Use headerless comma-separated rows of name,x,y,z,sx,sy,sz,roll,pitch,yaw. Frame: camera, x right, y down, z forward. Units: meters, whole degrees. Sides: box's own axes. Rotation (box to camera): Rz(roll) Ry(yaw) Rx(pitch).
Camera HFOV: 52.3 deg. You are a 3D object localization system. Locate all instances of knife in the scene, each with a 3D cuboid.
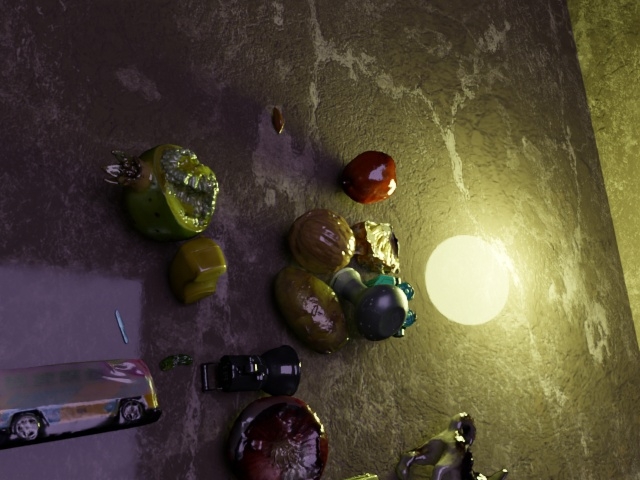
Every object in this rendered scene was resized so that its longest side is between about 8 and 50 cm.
knife,-0.510,0.221,1.673,0.014,0.005,0.091,-18,83,-37

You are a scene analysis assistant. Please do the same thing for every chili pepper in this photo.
chili pepper,-0.382,0.320,1.716,0.091,0.034,0.030,-6,109,-38

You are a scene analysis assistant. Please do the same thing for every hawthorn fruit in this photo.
hawthorn fruit,0.153,-0.212,2.207,0.202,0.185,0.185,-17,83,-31

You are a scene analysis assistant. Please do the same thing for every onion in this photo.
onion,-0.113,0.555,1.738,0.272,0.195,0.272,0,67,0

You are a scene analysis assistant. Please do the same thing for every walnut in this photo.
walnut,0.000,0.000,2.002,0.213,0.213,0.213,13,65,-31

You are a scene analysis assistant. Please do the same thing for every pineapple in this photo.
pineapple,0.184,0.014,2.198,0.236,0.114,0.186,47,51,-24

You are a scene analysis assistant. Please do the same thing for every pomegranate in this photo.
pomegranate,-0.419,-0.134,1.709,0.340,0.260,0.261,28,56,-46

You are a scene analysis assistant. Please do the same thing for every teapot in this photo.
teapot,0.141,0.183,1.991,0.183,0.251,0.184,-19,126,-28

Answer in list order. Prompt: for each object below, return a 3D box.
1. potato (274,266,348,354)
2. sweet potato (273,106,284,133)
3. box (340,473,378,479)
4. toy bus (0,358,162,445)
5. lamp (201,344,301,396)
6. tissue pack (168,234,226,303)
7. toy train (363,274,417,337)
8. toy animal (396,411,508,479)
potato,-0.025,0.203,1.940,0.298,0.141,0.176,55,41,-6
sweet potato,-0.141,-0.400,2.156,0.034,0.034,0.095,-7,79,-37
box,0.066,0.789,1.842,0.270,0.045,0.211,0,73,-36
toy bus,-0.561,0.362,1.480,0.386,0.171,0.162,1,69,-36
lamp,-0.182,0.355,1.754,0.227,0.172,0.147,6,71,-36
tissue pack,-0.335,0.074,1.745,0.123,0.178,0.127,-17,63,-37
toy train,0.217,0.214,2.129,0.163,0.112,0.203,11,64,-26
toy animal,0.452,0.741,2.044,0.302,0.194,0.344,-40,103,-33
